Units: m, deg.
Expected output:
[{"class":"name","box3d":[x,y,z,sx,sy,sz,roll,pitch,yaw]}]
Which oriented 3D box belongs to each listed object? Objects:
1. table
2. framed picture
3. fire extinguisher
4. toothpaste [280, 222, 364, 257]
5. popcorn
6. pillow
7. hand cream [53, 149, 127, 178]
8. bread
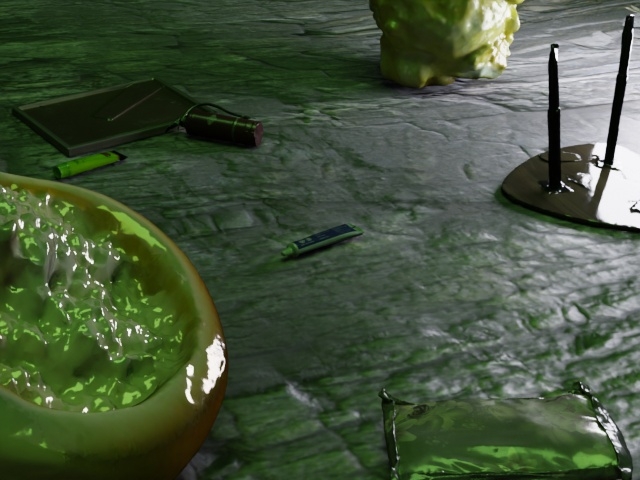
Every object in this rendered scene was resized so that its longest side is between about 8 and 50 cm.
[{"class":"table","box3d":[0.447,-0.186,1.537,0.318,0.249,0.317,3,30,-2]},{"class":"framed picture","box3d":[-0.356,-0.221,1.730,0.289,0.016,0.213,-20,38,-35]},{"class":"fire extinguisher","box3d":[-0.175,-0.198,1.678,0.157,0.045,0.078,10,54,12]},{"class":"toothpaste","box3d":[0.000,0.000,1.391,0.140,0.021,0.037,-19,37,-37]},{"class":"popcorn","box3d":[0.229,-0.455,1.928,0.312,0.312,0.312,3,30,-2]},{"class":"pillow","box3d":[0.185,0.209,1.020,0.255,0.059,0.169,-1,30,-5]},{"class":"hand cream","box3d":[-0.360,-0.120,1.551,0.036,0.023,0.122,24,32,36]},{"class":"bread","box3d":[-0.272,0.104,0.936,0.329,0.245,0.424,34,20,-29]}]
